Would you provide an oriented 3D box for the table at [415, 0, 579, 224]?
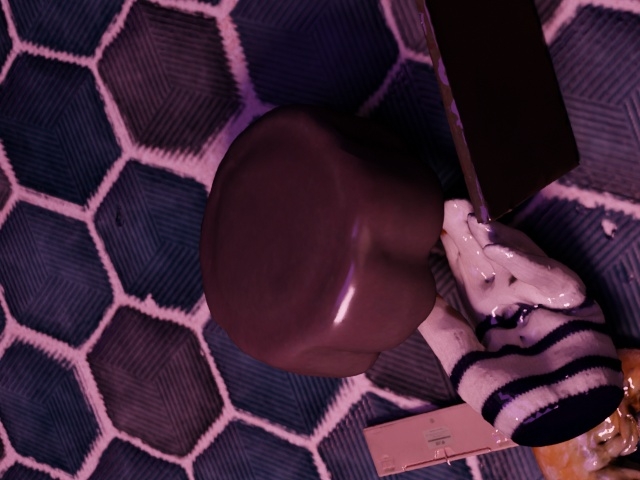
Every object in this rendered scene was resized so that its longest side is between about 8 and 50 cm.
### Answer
[{"bbox_3d":[0.224,-0.188,1.030,0.251,0.196,0.282,-12,100,34],"label":"table"}]

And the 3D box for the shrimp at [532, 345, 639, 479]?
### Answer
[{"bbox_3d":[0.310,0.213,1.182,0.296,0.058,0.169,42,120,19],"label":"shrimp"}]

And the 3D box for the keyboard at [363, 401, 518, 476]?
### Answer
[{"bbox_3d":[0.117,0.187,1.318,0.166,0.017,0.055,-20,89,35],"label":"keyboard"}]

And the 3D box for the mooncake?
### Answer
[{"bbox_3d":[0.000,0.000,1.220,0.245,0.133,0.245,-21,65,53],"label":"mooncake"}]

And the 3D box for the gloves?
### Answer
[{"bbox_3d":[0.166,0.062,1.196,0.140,0.131,0.218,-50,46,37],"label":"gloves"}]
